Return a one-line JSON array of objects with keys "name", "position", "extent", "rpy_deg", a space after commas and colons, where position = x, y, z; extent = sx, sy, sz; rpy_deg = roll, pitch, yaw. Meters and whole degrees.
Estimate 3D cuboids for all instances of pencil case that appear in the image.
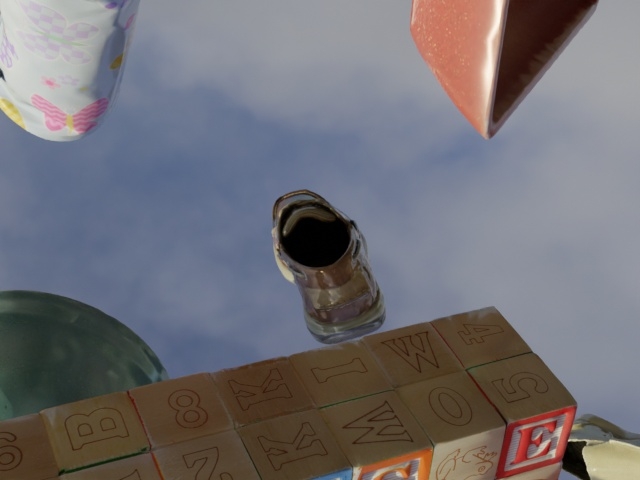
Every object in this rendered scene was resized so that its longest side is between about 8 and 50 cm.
[{"name": "pencil case", "position": [-0.213, -0.187, 0.871], "extent": [0.124, 0.273, 0.113], "rpy_deg": [21, -115, -10]}]

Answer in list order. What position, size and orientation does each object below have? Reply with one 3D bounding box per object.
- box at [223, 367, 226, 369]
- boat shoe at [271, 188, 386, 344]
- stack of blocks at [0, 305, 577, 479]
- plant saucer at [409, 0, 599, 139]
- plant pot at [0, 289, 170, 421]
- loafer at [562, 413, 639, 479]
[{"name": "box", "position": [-0.162, 0.333, 1.324], "extent": [0.322, 0.079, 0.257], "rpy_deg": [-37, -138, -22]}, {"name": "boat shoe", "position": [0.000, 0.000, 1.314], "extent": [0.123, 0.116, 0.324], "rpy_deg": [-23, -151, -6]}, {"name": "stack of blocks", "position": [-0.026, 0.154, 0.557], "extent": [0.297, 0.171, 0.087], "rpy_deg": [-11, -142, -21]}, {"name": "plant saucer", "position": [0.100, -0.205, 0.457], "extent": [0.048, 0.258, 0.259], "rpy_deg": [14, -152, 19]}, {"name": "plant pot", "position": [-0.300, 0.223, 1.034], "extent": [0.293, 0.293, 0.196], "rpy_deg": [12, -146, -6]}, {"name": "loafer", "position": [0.408, 0.311, 1.426], "extent": [0.092, 0.102, 0.268], "rpy_deg": [-23, -168, -21]}]
